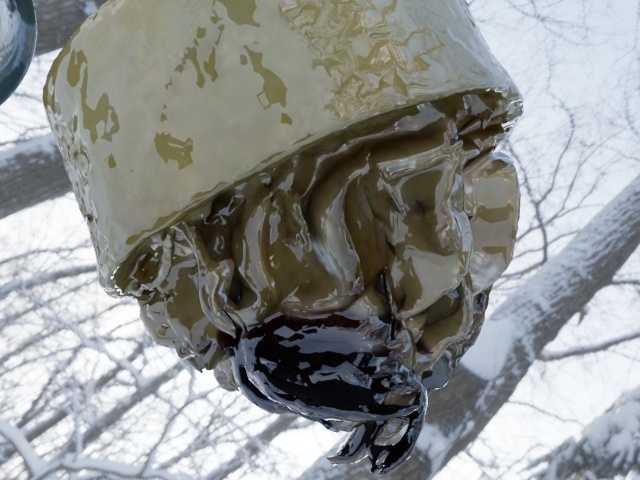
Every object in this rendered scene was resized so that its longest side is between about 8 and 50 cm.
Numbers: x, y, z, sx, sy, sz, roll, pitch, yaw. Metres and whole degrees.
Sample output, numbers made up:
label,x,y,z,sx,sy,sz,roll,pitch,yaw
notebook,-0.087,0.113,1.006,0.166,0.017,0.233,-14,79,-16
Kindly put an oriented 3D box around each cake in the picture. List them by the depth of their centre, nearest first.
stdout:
label,x,y,z,sx,sy,sz,roll,pitch,yaw
cake,0.007,-0.004,0.520,0.332,0.332,0.321,-36,-105,51

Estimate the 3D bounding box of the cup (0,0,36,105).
label,x,y,z,sx,sy,sz,roll,pitch,yaw
cup,-0.320,-0.194,0.556,0.199,0.199,0.150,57,-21,-3
